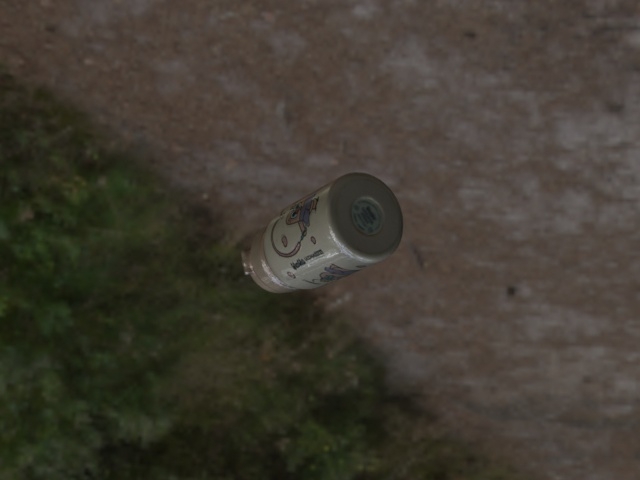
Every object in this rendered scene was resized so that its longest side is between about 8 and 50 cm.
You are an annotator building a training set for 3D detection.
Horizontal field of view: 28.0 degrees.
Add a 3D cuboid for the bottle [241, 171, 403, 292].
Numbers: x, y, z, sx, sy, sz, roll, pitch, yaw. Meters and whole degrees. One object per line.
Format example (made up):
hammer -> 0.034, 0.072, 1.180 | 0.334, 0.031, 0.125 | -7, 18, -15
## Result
bottle -> 0.000, 0.000, 1.389 | 0.110, 0.097, 0.209 | -3, 168, -32
